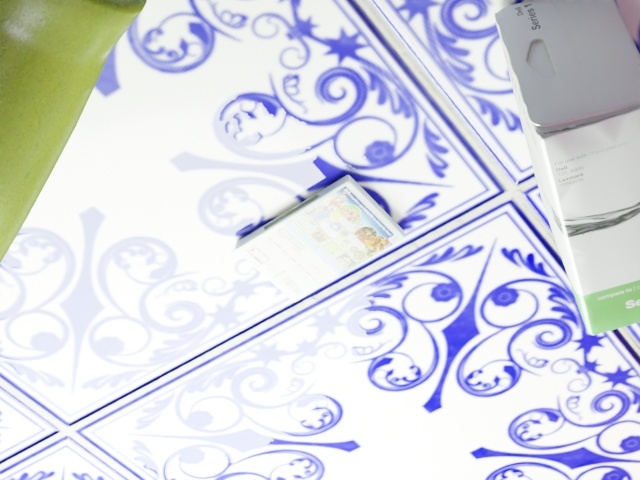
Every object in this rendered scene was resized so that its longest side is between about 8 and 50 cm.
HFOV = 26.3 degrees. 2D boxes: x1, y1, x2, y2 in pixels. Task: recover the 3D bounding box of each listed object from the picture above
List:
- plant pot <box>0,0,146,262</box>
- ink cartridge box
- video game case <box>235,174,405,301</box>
[{"bbox_3d":[-0.304,-0.104,0.856,0.366,0.366,0.353,35,109,-33],"label":"plant pot"},{"bbox_3d":[0.211,-0.063,1.054,0.092,0.160,0.219,-16,133,7],"label":"ink cartridge box"},{"bbox_3d":[0.000,0.000,1.190,0.122,0.011,0.087,-30,129,21],"label":"video game case"}]
